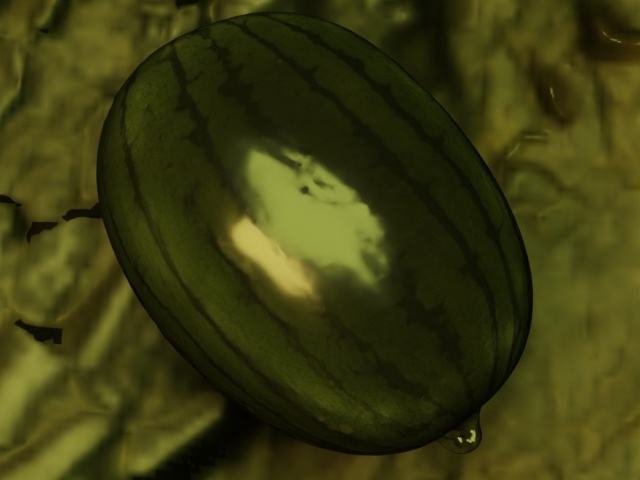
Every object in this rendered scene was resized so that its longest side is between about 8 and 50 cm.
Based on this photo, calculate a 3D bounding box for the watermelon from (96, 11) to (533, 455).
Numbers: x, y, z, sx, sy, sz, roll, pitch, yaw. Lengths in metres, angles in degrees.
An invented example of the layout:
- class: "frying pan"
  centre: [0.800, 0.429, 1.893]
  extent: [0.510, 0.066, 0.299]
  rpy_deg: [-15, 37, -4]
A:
- class: "watermelon"
  centre: [0.000, 0.000, 0.416]
  extent: [0.078, 0.078, 0.110]
  rpy_deg: [-41, 81, -15]
